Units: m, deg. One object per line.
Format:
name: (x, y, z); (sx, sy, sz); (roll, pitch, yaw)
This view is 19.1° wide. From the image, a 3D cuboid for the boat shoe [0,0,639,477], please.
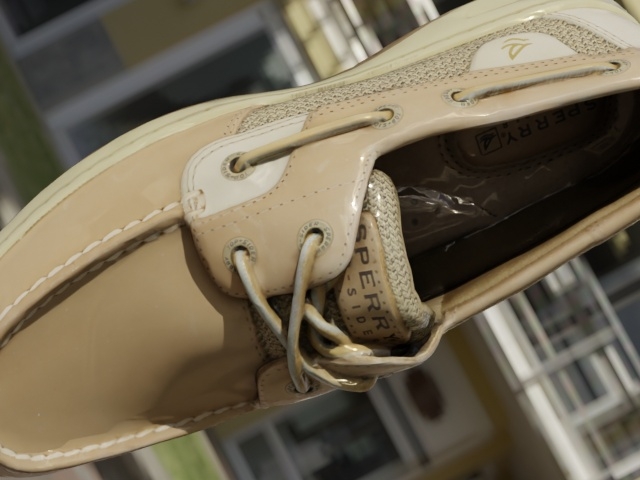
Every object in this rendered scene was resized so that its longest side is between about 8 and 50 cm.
boat shoe: (0.000, 0.000, 0.765); (0.122, 0.341, 0.110); (64, -8, -28)
